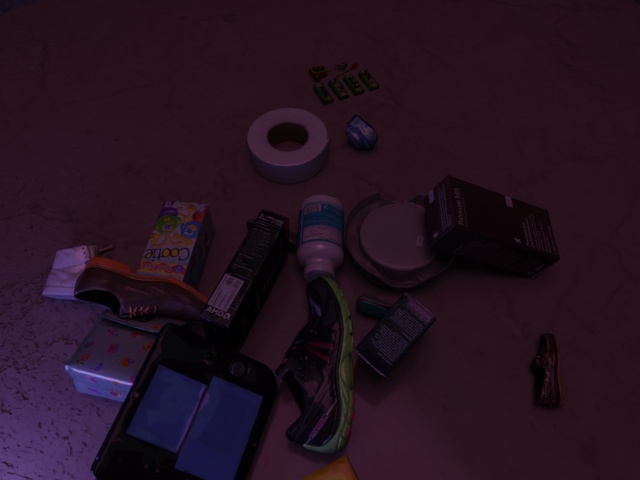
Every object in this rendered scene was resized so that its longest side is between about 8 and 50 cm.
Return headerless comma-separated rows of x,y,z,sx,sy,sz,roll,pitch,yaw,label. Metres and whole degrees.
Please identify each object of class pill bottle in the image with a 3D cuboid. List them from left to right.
0.000,0.000,1.620,0.146,0.146,0.264,2,57,1,pill bottle

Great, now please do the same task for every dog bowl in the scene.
0.246,0.004,1.646,0.349,0.102,0.348,0,57,0,dog bowl

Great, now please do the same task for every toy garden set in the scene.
0.083,-0.660,2.119,0.244,0.049,0.203,-21,59,-14,toy garden set

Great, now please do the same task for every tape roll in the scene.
-0.113,-0.339,1.874,0.287,0.100,0.286,0,56,0,tape roll

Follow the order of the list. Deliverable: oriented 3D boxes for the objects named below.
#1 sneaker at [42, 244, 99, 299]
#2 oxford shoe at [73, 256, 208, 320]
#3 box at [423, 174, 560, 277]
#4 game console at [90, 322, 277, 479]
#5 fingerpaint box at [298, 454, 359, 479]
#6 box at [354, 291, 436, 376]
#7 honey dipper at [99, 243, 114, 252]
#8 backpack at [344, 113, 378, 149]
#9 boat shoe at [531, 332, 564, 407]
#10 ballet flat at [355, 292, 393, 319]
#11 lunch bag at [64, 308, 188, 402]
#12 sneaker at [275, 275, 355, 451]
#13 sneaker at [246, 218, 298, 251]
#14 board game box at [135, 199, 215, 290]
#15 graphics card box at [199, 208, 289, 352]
-0.663,0.091,1.561,0.293,0.108,0.169,4,71,3,sneaker
-0.479,0.168,1.432,0.364,0.130,0.132,17,41,-6,oxford shoe
0.508,-0.037,1.574,0.382,0.143,0.191,14,55,-18,box
-0.306,0.437,1.280,0.342,0.060,0.386,31,59,-17,game console
-0.059,0.743,1.113,0.445,0.163,0.371,-23,58,-14,fingerpaint box
0.202,0.251,1.407,0.108,0.153,0.207,41,89,14,box
-0.730,0.046,1.656,0.161,0.030,0.030,-24,60,-19,honey dipper
0.148,-0.381,1.905,0.114,0.105,0.084,42,88,23,backpack
0.613,0.348,1.435,0.073,0.073,0.206,8,56,2,boat shoe
0.208,0.208,1.533,0.213,0.072,0.068,23,29,11,ballet flat
-0.505,0.290,1.419,0.224,0.160,0.262,12,44,10,lunch bag
-0.017,0.303,1.396,0.202,0.185,0.482,2,55,-4,sneaker
-0.147,-0.025,1.696,0.189,0.066,0.071,27,43,10,sneaker
-0.432,0.033,1.596,0.142,0.144,0.275,6,56,5,board game box
-0.202,0.121,1.486,0.094,0.232,0.370,20,59,8,graphics card box
